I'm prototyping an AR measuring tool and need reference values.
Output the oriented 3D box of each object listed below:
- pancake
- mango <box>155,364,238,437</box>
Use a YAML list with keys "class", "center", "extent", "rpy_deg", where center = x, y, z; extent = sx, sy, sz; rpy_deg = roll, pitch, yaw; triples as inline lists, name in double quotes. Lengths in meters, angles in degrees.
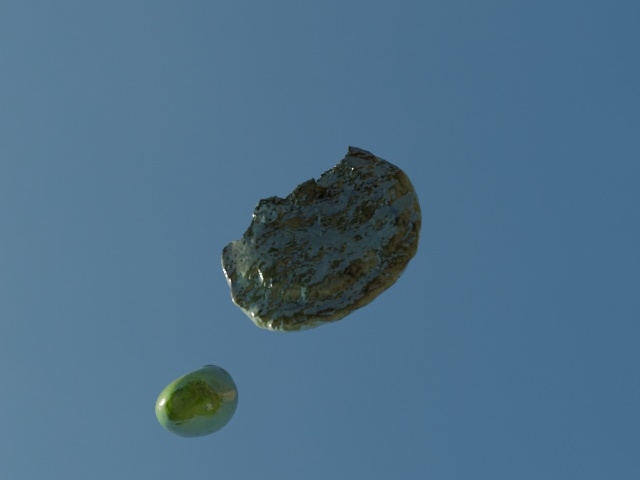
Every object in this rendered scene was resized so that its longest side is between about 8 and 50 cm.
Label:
- class: "pancake"
  center: [0.002, 0.003, 0.960]
  extent: [0.129, 0.116, 0.022]
  rpy_deg: [-31, -40, 3]
- class: "mango"
  center: [-0.110, 0.142, 1.404]
  extent: [0.073, 0.108, 0.056]
  rpy_deg: [-31, -107, -2]
